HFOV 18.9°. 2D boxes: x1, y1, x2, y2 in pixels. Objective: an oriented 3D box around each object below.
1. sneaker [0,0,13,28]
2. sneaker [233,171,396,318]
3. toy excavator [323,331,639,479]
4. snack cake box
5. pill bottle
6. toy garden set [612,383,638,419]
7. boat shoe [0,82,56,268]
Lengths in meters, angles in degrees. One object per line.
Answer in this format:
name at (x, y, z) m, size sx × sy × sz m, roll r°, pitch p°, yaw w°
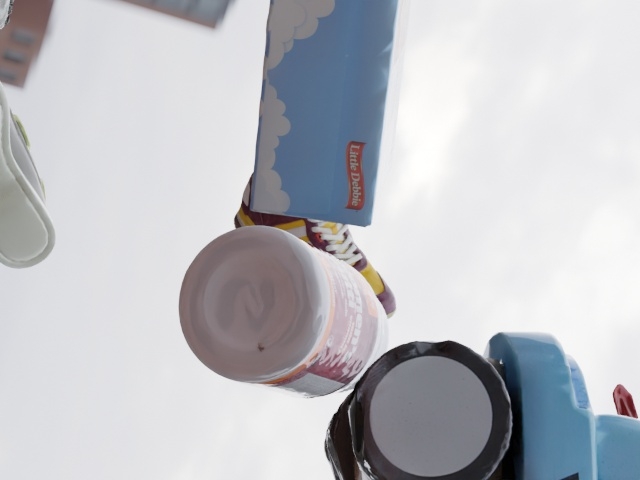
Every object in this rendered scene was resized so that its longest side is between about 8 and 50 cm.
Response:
sneaker at (-0.234, -0.133, 1.045) m, size 0.107 × 0.118 × 0.279 m, roll 38°, pitch -57°, yaw 58°
sneaker at (0.000, 0.000, 1.737) m, size 0.069 × 0.185 × 0.084 m, roll -29°, pitch 149°, yaw -48°
toy excavator at (0.235, 0.276, 1.314) m, size 0.222 × 0.445 × 0.433 m, roll 108°, pitch -19°, yaw -76°
snack cake box at (0.015, -0.159, 1.324) m, size 0.152 × 0.089 × 0.264 m, roll -65°, pitch 162°, yaw -70°
pill bottle at (-0.021, 0.063, 1.533) m, size 0.221 × 0.121 × 0.121 m, roll 27°, pitch 75°, yaw -70°
toy garden set at (0.297, 0.201, 1.519) m, size 0.049 × 0.203 × 0.244 m, roll 78°, pitch 14°, yaw -56°
boat shoe at (-0.391, -0.112, 2.197) m, size 0.091 × 0.109 × 0.305 m, roll -117°, pitch -174°, yaw -62°
